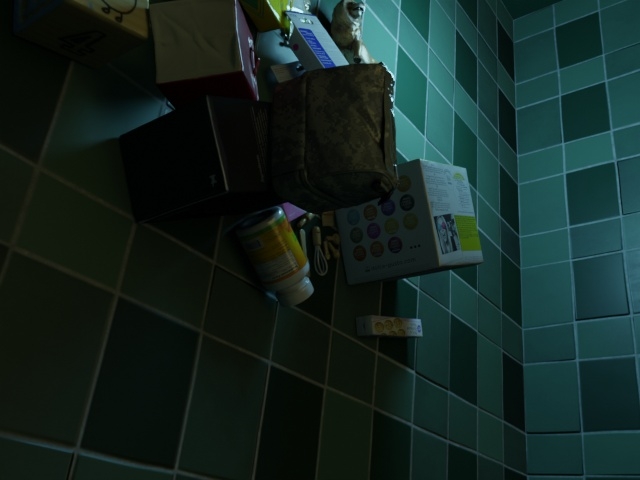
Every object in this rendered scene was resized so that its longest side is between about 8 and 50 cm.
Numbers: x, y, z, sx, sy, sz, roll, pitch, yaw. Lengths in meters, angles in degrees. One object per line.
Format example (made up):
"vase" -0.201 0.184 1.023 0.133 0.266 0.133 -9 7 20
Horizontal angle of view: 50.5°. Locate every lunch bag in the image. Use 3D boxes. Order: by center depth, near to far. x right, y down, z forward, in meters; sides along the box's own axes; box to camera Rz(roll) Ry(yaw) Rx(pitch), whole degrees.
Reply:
"lunch bag" 0.046 -0.222 1.484 0.212 0.256 0.305 26 59 -47

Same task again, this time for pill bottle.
"pill bottle" -0.113 0.047 1.787 0.136 0.136 0.246 -47 117 -50

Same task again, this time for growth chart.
"growth chart" -0.076 -0.724 2.196 0.172 0.021 0.237 3 77 -54

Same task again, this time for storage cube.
"storage cube" -0.247 -0.400 1.475 0.193 0.214 0.184 61 23 -80

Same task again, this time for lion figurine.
"lion figurine" 0.141 -0.645 2.401 0.392 0.142 0.240 58 29 -47

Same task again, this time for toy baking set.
"toy baking set" -0.002 -0.007 2.049 0.256 0.030 0.197 -44 114 -51

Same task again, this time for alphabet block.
"alphabet block" -0.491 -0.499 1.399 0.197 0.193 0.192 14 70 -52

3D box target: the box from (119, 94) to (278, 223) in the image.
"box" -0.210 -0.182 1.594 0.395 0.293 0.212 -10 86 -55

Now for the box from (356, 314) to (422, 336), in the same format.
"box" 0.232 0.288 2.247 0.324 0.063 0.067 14 69 -52

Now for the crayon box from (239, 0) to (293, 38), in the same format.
"crayon box" -0.176 -0.756 1.973 0.318 0.081 0.202 49 40 -56

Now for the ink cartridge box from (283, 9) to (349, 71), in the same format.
"ink cartridge box" 0.020 -0.533 2.065 0.175 0.069 0.371 -19 75 -56

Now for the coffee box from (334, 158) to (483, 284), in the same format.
"coffee box" 0.283 -0.054 2.193 0.338 0.337 0.335 -1 79 -54

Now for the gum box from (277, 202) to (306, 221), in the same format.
"gum box" -0.081 -0.124 1.951 0.188 0.062 0.107 -33 106 -54

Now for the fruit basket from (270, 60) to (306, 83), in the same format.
"fruit basket" 0.006 -0.401 2.126 0.353 0.165 0.327 57 36 0
